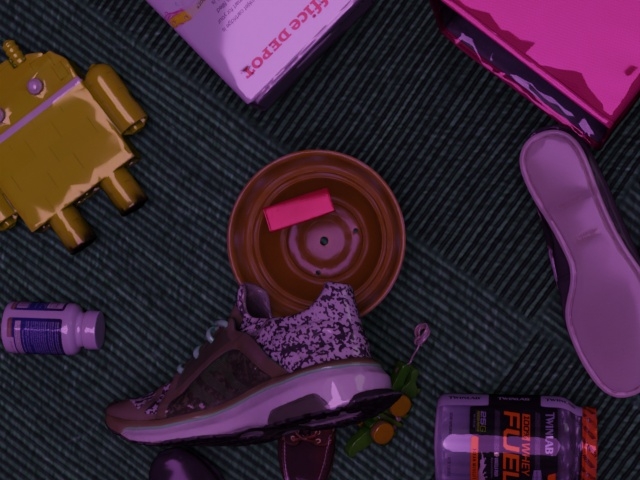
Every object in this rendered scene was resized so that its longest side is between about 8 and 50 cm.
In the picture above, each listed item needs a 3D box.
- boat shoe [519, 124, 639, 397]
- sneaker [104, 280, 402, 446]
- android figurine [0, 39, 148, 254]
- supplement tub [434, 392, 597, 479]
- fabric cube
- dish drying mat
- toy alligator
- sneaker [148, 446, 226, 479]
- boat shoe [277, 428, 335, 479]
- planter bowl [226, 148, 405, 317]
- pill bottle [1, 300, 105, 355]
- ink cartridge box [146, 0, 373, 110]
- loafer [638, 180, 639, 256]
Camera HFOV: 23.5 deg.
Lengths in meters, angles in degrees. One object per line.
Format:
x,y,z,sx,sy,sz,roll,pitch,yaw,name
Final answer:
0.330,0.019,1.845,0.112,0.095,0.335,-19,91,18,boat shoe
-0.090,0.147,1.833,0.410,0.158,0.182,-14,74,32,sneaker
-0.345,-0.126,1.952,0.248,0.056,0.273,-35,87,6,android figurine
0.233,0.242,1.835,0.190,0.117,0.117,0,89,8,supplement tub
0.304,-0.289,1.764,0.254,0.259,0.258,37,92,7,fabric cube
-0.026,-0.037,1.838,0.083,0.008,0.032,-18,86,8,dish drying mat
0.097,0.191,1.891,0.051,0.056,0.189,30,93,-35,toy alligator
-0.149,0.394,1.880,0.109,0.130,0.286,-18,86,9,sneaker
-0.016,0.218,1.893,0.073,0.073,0.207,4,91,6,boat shoe
0.000,0.000,1.883,0.217,0.090,0.217,0,88,8,planter bowl
-0.336,0.111,1.939,0.120,0.067,0.067,2,89,8,pill bottle
-0.101,-0.325,1.888,0.201,0.117,0.278,-45,84,5,ink cartridge box
0.421,-0.073,1.834,0.078,0.076,0.223,5,94,0,loafer
